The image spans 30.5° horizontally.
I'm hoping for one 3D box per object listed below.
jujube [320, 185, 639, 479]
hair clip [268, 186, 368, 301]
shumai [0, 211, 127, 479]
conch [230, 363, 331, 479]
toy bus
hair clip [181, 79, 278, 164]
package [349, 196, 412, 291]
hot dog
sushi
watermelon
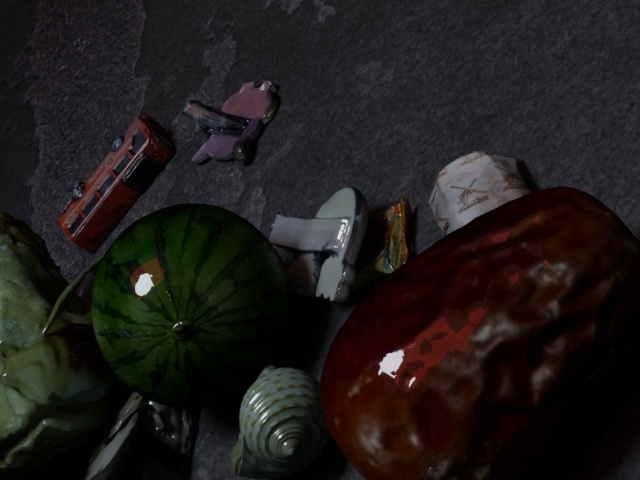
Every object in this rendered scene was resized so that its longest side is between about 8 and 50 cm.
[{"bbox_3d":[0.147,0.096,1.041,0.318,0.223,0.223,-42,34,3],"label":"jujube"},{"bbox_3d":[0.000,0.000,1.387,0.140,0.054,0.220,-66,22,-9],"label":"hair clip"},{"bbox_3d":[-0.404,0.156,1.527,0.348,0.395,0.395,3,62,44],"label":"shumai"},{"bbox_3d":[-0.043,0.200,1.255,0.135,0.102,0.153,-57,-2,8],"label":"conch"},{"bbox_3d":[-0.332,-0.093,1.915,0.235,0.073,0.096,-50,42,5],"label":"toy bus"},{"bbox_3d":[-0.137,-0.182,1.780,0.187,0.056,0.146,13,68,45],"label":"hair clip"},{"bbox_3d":[0.057,0.009,1.371,0.120,0.031,0.108,-23,45,40],"label":"package"},{"bbox_3d":[0.177,-0.030,1.238,0.108,0.059,0.191,-31,33,8],"label":"hot dog"},{"bbox_3d":[-0.212,0.272,1.414,0.134,0.109,0.273,-43,17,27],"label":"sushi"},{"bbox_3d":[-0.148,0.077,1.370,0.242,0.242,0.242,-31,39,29],"label":"watermelon"}]
